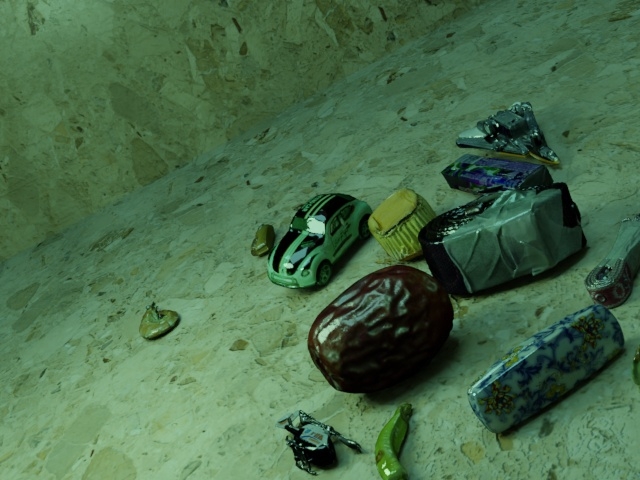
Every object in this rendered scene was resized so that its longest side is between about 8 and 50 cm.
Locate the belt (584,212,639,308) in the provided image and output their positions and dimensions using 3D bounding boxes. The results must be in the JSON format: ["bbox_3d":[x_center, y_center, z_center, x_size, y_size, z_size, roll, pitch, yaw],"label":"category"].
[{"bbox_3d":[0.499,0.023,1.550,0.071,0.053,0.232,-3,33,49],"label":"belt"}]

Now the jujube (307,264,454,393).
[{"bbox_3d":[0.104,0.147,1.573,0.243,0.183,0.183,-32,21,-15],"label":"jujube"}]

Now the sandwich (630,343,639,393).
[{"bbox_3d":[0.525,0.125,1.210,0.220,0.108,0.186,-11,27,44],"label":"sandwich"}]

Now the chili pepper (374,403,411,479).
[{"bbox_3d":[0.105,0.301,1.409,0.049,0.043,0.208,-35,18,19],"label":"chili pepper"}]

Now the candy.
[{"bbox_3d":[0.374,-0.134,2.053,0.088,0.061,0.312,-35,21,-13],"label":"candy"}]

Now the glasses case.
[{"bbox_3d":[0.322,0.179,1.359,0.248,0.087,0.065,-32,9,-10],"label":"glasses case"}]

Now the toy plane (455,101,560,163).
[{"bbox_3d":[0.446,-0.234,2.138,0.204,0.103,0.316,-29,21,-6],"label":"toy plane"}]

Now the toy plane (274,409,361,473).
[{"bbox_3d":[-0.019,0.317,1.520,0.078,0.053,0.197,-29,20,-25],"label":"toy plane"}]

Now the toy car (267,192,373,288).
[{"bbox_3d":[-0.004,-0.016,2.113,0.136,0.125,0.306,13,41,34],"label":"toy car"}]

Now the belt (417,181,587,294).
[{"bbox_3d":[0.318,-0.017,1.712,0.289,0.164,0.184,-17,15,26],"label":"belt"}]

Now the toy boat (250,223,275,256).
[{"bbox_3d":[-0.147,-0.005,2.411,0.048,0.047,0.149,-23,22,14],"label":"toy boat"}]

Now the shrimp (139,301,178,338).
[{"bbox_3d":[-0.390,0.184,2.283,0.099,0.041,0.180,-28,20,-3],"label":"shrimp"}]

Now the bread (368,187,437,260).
[{"bbox_3d":[0.178,-0.028,1.987,0.132,0.114,0.190,-37,12,4],"label":"bread"}]
